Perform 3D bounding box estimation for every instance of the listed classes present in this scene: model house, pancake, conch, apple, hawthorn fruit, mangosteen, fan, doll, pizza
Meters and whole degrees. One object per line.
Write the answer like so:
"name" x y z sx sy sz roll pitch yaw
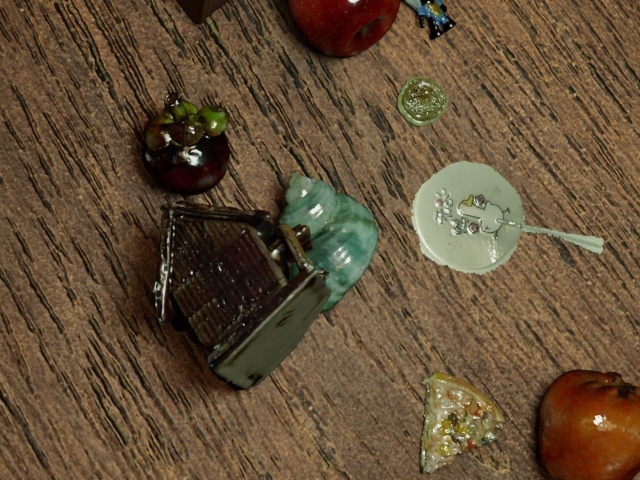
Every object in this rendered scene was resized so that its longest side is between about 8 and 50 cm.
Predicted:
"model house" -0.148 0.063 1.489 0.297 0.317 0.282 -39 71 -3
"pancake" 0.207 -0.283 1.723 0.108 0.017 0.108 1 79 -7
"conch" 0.000 0.000 1.587 0.220 0.195 0.277 -11 112 17
"apple" 0.043 -0.466 1.617 0.218 0.218 0.201 -32 66 -11
"hawthorn fruit" 0.512 0.376 1.607 0.224 0.224 0.260 23 103 -6
"mangosteen" -0.240 -0.172 1.556 0.172 0.184 0.172 28 36 -23
"fan" 0.386 -0.034 1.723 0.415 0.012 0.233 9 82 -7
"doll" 0.201 -0.506 1.724 0.096 0.070 0.195 -38 98 -27
"pizza" 0.250 0.366 1.634 0.185 0.052 0.195 33 79 -1

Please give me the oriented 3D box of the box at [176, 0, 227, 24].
"box" -0.199 -0.601 1.536 0.229 0.339 0.239 -41 91 -15
